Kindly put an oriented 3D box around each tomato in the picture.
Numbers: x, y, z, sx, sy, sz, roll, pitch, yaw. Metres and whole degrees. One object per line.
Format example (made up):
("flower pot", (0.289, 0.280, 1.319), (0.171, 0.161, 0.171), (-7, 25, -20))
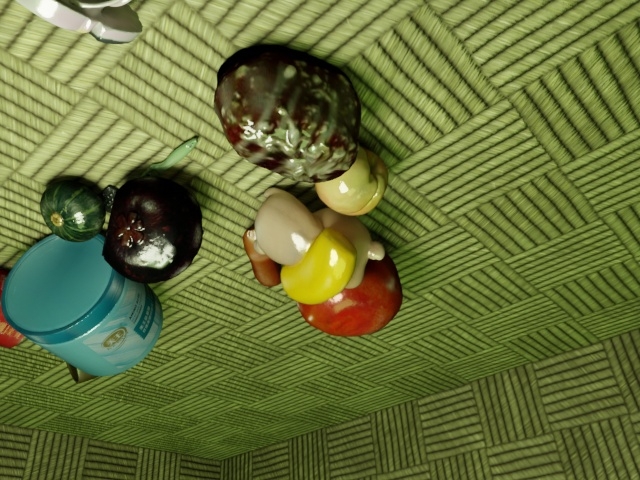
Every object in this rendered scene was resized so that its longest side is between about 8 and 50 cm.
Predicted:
("tomato", (0.085, 0.148, 1.690), (0.325, 0.293, 0.290), (7, 130, -7))

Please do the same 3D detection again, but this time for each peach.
("peach", (0.071, -0.148, 1.344), (0.184, 0.184, 0.184), (-3, 146, -2))

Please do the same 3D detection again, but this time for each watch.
("watch", (-0.362, -0.460, 0.873), (0.244, 0.196, 0.231), (24, 115, -35))

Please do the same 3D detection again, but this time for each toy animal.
("toy animal", (-0.006, 0.015, 1.500), (0.247, 0.345, 0.278), (-32, 145, -41))

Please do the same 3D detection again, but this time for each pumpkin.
("pumpkin", (-0.628, -0.074, 1.401), (0.167, 0.167, 0.125), (-26, -179, 29))

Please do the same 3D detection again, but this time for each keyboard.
("keyboard", (-0.480, -0.061, 1.541), (0.101, 0.018, 0.309), (-30, 138, 31))

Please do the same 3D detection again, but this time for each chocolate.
("chocolate", (-0.058, -0.242, 1.158), (0.340, 0.210, 0.225), (17, 143, -27))

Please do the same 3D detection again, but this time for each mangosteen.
("mangosteen", (-0.421, -0.028, 1.393), (0.233, 0.288, 0.287), (5, 144, -17))

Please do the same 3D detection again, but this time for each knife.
("knife", (-0.401, -0.182, 1.372), (0.293, 0.020, 0.043), (-29, 146, 35))

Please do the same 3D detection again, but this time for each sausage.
("sausage", (-0.174, 0.047, 1.679), (0.089, 0.083, 0.300), (-1, 143, 6))

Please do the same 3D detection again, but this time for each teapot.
("teapot", (-0.870, 0.426, 2.089), (0.175, 0.186, 0.267), (-16, -170, -37))

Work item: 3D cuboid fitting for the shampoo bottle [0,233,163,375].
("shampoo bottle", (-0.678, 0.194, 1.616), (0.331, 0.331, 0.343), (-8, 147, 5))

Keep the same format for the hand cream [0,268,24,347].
("hand cream", (-0.986, 0.208, 1.699), (0.230, 0.230, 0.149), (-29, 137, 32))
